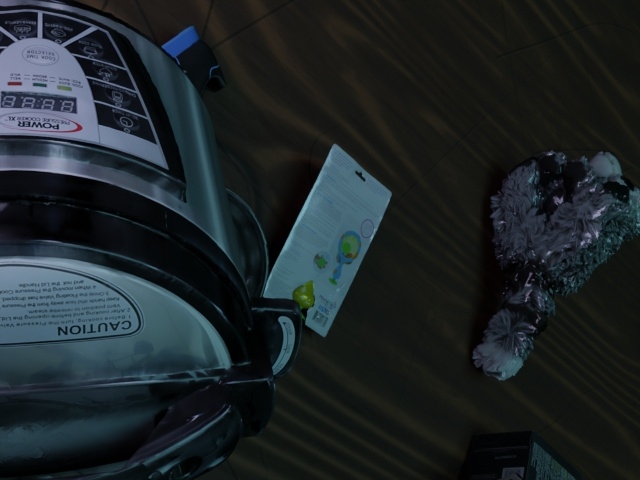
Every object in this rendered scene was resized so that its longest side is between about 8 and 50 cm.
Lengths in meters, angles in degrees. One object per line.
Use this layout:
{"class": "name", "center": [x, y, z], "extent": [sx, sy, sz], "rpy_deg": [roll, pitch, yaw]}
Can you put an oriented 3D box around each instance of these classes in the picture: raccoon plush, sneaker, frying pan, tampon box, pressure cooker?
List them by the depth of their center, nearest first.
{"class": "pressure cooker", "center": [-0.238, 0.041, 0.754], "extent": [0.375, 0.369, 0.420], "rpy_deg": [44, 21, -41]}
{"class": "sneaker", "center": [-0.202, -0.170, 1.089], "extent": [0.090, 0.081, 0.232], "rpy_deg": [54, 53, -16]}
{"class": "frying pan", "center": [-0.187, 0.067, 1.104], "extent": [0.326, 0.053, 0.197], "rpy_deg": [-48, 117, -31]}
{"class": "tampon box", "center": [0.334, 0.398, 1.489], "extent": [0.161, 0.120, 0.101], "rpy_deg": [43, 49, -31]}
{"class": "raccoon plush", "center": [0.419, 0.038, 1.619], "extent": [0.299, 0.216, 0.446], "rpy_deg": [24, 100, -52]}

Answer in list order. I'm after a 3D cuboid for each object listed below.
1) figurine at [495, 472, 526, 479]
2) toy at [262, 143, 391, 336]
{"class": "figurine", "center": [0.288, 0.467, 1.413], "extent": [0.209, 0.215, 0.092], "rpy_deg": [38, 35, -34]}
{"class": "toy", "center": [0.000, 0.000, 1.275], "extent": [0.137, 0.056, 0.237], "rpy_deg": [37, 68, -38]}
